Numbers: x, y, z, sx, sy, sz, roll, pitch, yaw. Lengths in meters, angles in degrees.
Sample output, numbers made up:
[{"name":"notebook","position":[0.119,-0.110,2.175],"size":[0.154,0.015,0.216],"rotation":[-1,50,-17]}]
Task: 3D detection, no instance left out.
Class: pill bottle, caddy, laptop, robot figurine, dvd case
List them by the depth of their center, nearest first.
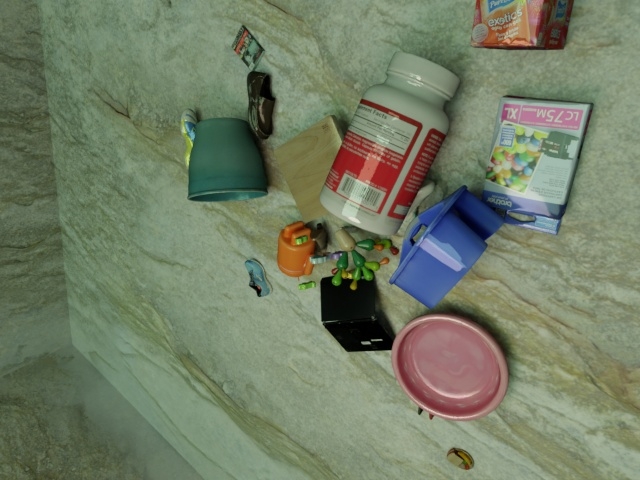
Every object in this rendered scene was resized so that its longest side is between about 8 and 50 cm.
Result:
[{"name":"pill bottle","position":[0.174,-0.236,1.094],"size":[0.229,0.229,0.407],"rotation":[32,107,24]},{"name":"caddy","position":[0.297,0.013,1.112],"size":[0.179,0.241,0.341],"rotation":[39,142,13]},{"name":"dvd case","position":[-0.239,-0.630,1.436],"size":[0.119,0.013,0.087],"rotation":[52,130,10]},{"name":"robot figurine","position":[-0.084,0.039,1.496],"size":[0.158,0.128,0.219],"rotation":[16,133,7]},{"name":"laptop","position":[0.132,0.251,1.502],"size":[0.234,0.136,0.264],"rotation":[-15,124,41]}]

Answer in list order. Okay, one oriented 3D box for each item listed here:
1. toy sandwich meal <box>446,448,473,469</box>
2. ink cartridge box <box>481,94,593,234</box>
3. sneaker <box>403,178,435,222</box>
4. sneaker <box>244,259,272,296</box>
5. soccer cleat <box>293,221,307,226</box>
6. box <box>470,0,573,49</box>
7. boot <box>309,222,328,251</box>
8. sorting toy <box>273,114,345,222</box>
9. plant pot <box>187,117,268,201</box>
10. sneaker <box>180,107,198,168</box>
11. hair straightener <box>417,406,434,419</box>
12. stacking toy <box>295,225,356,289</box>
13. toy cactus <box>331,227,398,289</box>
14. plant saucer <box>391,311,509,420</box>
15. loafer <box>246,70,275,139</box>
[{"name":"toy sandwich meal","position":[0.456,0.718,1.427],"size":[0.086,0.029,0.085],"rotation":[15,116,33]},{"name":"ink cartridge box","position":[0.492,-0.170,1.025],"size":[0.186,0.065,0.310],"rotation":[18,119,32]},{"name":"sneaker","position":[0.251,-0.097,1.240],"size":[0.212,0.080,0.094],"rotation":[-28,102,47]},{"name":"sneaker","position":[-0.254,0.150,1.720],"size":[0.063,0.073,0.162],"rotation":[-32,87,41]},{"name":"soccer cleat","position":[-0.079,-0.051,1.534],"size":[0.083,0.029,0.035],"rotation":[-27,94,46]},{"name":"box","position":[0.401,-0.442,0.853],"size":[0.123,0.257,0.128],"rotation":[17,117,34]},{"name":"boot","position":[0.000,0.000,1.438],"size":[0.042,0.118,0.086],"rotation":[-6,118,19]},{"name":"sorting toy","position":[0.013,-0.218,1.355],"size":[0.257,0.089,0.255],"rotation":[-21,94,41]},{"name":"plant pot","position":[-0.327,-0.274,1.498],"size":[0.272,0.272,0.255],"rotation":[-6,90,39]},{"name":"sneaker","position":[-0.457,-0.381,1.673],"size":[0.126,0.091,0.239],"rotation":[6,112,17]},{"name":"hair straightener","position":[0.326,0.465,1.414],"size":[0.089,0.047,0.230],"rotation":[8,112,35]},{"name":"stacking toy","position":[0.025,0.054,1.373],"size":[0.052,0.221,0.166],"rotation":[14,112,58]},{"name":"toy cactus","position":[0.111,0.040,1.340],"size":[0.219,0.112,0.180],"rotation":[-35,91,8]},{"name":"plant saucer","position":[0.377,0.361,1.285],"size":[0.333,0.084,0.331],"rotation":[7,106,27]},{"name":"loafer","position":[-0.189,-0.442,1.427],"size":[0.079,0.080,0.219],"rotation":[5,111,37]}]
